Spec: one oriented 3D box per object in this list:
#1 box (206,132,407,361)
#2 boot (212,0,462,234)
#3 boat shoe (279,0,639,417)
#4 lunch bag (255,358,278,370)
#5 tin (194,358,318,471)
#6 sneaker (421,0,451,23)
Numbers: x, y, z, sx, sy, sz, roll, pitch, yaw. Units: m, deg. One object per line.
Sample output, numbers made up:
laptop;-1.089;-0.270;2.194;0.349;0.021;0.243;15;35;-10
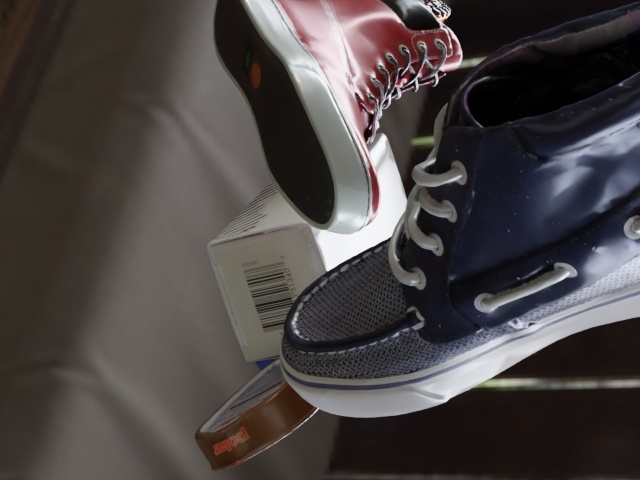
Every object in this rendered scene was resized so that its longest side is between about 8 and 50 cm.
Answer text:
box;0.000;0.000;1.391;0.275;0.094;0.113;-48;123;-67
boot;0.041;-0.101;1.126;0.176;0.088;0.244;-2;43;-23
boat shoe;0.084;-0.017;0.868;0.158;0.340;0.127;46;36;-32
lunch bag;-0.022;0.086;1.479;0.065;0.067;0.098;54;33;14
tin;-0.034;0.127;1.310;0.040;0.106;0.190;54;30;-3
sneaker;0.057;-0.195;1.525;0.083;0.087;0.221;42;24;12
